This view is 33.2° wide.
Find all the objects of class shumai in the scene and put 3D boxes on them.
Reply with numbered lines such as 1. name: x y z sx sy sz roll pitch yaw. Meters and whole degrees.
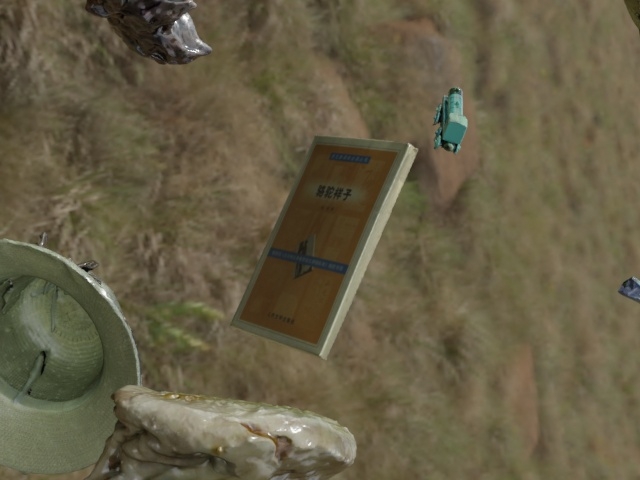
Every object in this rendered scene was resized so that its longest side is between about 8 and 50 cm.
1. shumai: -0.078 0.173 0.789 0.201 0.201 0.120 30 69 -64

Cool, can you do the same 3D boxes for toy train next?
1. toy train: 0.136 -0.126 1.119 0.092 0.029 0.045 -80 -171 -51

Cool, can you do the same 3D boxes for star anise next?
1. star anise: -0.247 -0.314 1.361 0.236 0.109 0.223 56 -6 -19

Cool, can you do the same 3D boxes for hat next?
1. hat: -0.278 0.095 1.088 0.130 0.257 0.257 -54 130 -66

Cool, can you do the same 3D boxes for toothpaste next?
1. toothpaste: 0.369 0.062 1.235 0.083 0.027 0.019 26 31 -43

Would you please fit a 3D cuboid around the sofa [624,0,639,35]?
1. sofa: 0.336 -0.282 0.846 0.182 0.200 0.258 116 -45 -75

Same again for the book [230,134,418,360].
1. book: -0.001 0.000 1.158 0.018 0.170 0.241 30 78 -37
